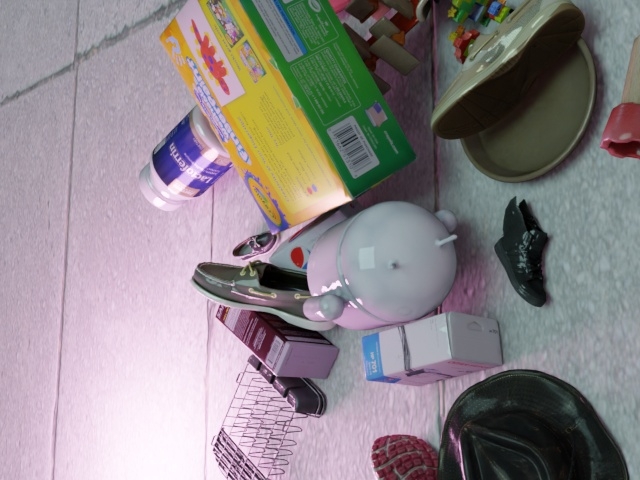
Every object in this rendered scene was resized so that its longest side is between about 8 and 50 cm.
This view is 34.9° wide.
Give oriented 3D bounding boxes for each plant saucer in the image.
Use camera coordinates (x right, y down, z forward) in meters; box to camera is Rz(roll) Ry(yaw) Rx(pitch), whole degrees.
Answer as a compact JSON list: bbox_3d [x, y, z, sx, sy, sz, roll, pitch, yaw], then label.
[{"bbox_3d":[0.345,-0.230,1.693,0.278,0.041,0.278,-12,73,46],"label":"plant saucer"}]

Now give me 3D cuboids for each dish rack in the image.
[{"bbox_3d":[-0.116,0.375,2.036,0.208,0.074,0.272,38,111,46],"label":"dish rack"}]

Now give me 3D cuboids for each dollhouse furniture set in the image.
[{"bbox_3d":[0.095,-0.358,1.918,0.259,0.135,0.262,-38,33,35],"label":"dollhouse furniture set"}]

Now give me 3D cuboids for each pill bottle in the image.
[{"bbox_3d":[-0.288,-0.186,2.290,0.264,0.153,0.153,-39,55,36],"label":"pill bottle"}]

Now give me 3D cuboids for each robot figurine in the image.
[{"bbox_3d":[0.101,0.046,1.728,0.200,0.300,0.353,53,158,-4],"label":"robot figurine"}]

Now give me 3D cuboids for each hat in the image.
[{"bbox_3d":[0.281,0.346,1.526,0.331,0.134,0.331,-13,67,35],"label":"hat"}]

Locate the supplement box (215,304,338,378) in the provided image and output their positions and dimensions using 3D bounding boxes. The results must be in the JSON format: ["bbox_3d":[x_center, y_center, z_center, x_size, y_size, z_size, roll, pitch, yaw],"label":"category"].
[{"bbox_3d":[-0.090,0.182,2.005,0.239,0.130,0.073,37,110,46],"label":"supplement box"}]

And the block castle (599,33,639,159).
[{"bbox_3d":[0.595,-0.122,1.203,0.453,0.303,0.213,4,78,48],"label":"block castle"}]

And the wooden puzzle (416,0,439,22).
[{"bbox_3d":[0.242,-0.501,1.786,0.239,0.044,0.221,-60,2,22],"label":"wooden puzzle"}]

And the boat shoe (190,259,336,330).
[{"bbox_3d":[-0.106,0.086,1.971,0.305,0.109,0.091,15,118,13],"label":"boat shoe"}]

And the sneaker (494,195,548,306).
[{"bbox_3d":[0.334,0.018,1.638,0.089,0.051,0.170,-53,44,31],"label":"sneaker"}]

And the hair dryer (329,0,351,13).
[{"bbox_3d":[-0.011,-0.556,2.127,0.293,0.080,0.224,48,115,42],"label":"hair dryer"}]

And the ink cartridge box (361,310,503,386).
[{"bbox_3d":[0.185,0.183,1.696,0.190,0.139,0.082,-21,65,43],"label":"ink cartridge box"}]

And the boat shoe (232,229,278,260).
[{"bbox_3d":[-0.139,0.009,2.166,0.125,0.038,0.046,-25,64,42],"label":"boat shoe"}]

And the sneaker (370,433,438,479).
[{"bbox_3d":[0.157,0.452,1.690,0.112,0.120,0.299,101,155,-43],"label":"sneaker"}]

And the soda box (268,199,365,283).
[{"bbox_3d":[0.000,0.000,1.974,0.216,0.074,0.069,-35,13,37],"label":"soda box"}]

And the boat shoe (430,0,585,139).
[{"bbox_3d":[0.291,-0.289,1.663,0.302,0.109,0.098,-45,46,24],"label":"boat shoe"}]

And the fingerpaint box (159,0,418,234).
[{"bbox_3d":[-0.070,-0.264,1.833,0.445,0.163,0.371,60,155,-4],"label":"fingerpaint box"}]

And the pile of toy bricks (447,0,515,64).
[{"bbox_3d":[0.268,-0.419,1.771,0.118,0.105,0.212,42,111,44],"label":"pile of toy bricks"}]
